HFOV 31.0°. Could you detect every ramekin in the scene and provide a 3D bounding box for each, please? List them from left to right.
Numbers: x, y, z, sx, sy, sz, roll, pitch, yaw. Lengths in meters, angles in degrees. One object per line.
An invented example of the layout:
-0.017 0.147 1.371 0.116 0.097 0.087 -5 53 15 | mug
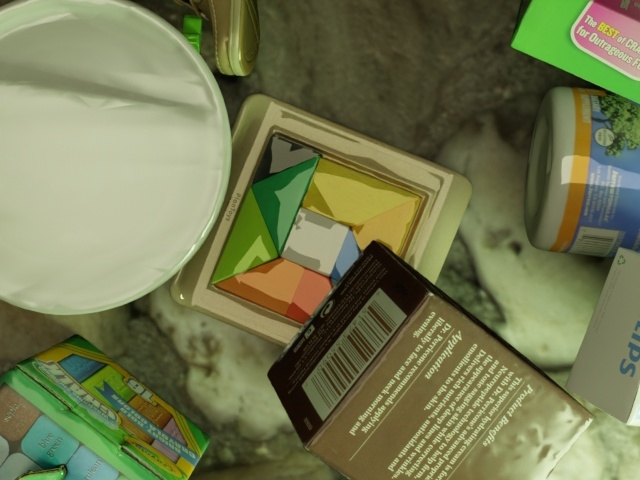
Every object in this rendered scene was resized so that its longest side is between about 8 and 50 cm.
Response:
-0.208 -0.075 1.019 0.272 0.127 0.273 0 91 0 | ramekin

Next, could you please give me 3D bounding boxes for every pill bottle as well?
0.331 -0.052 1.044 0.272 0.152 0.152 6 93 1 | pill bottle

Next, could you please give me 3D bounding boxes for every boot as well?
-0.144 -0.234 1.060 0.165 0.077 0.213 -9 66 2 | boot

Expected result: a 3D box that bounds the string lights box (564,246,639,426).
0.348 0.098 1.014 0.259 0.076 0.133 13 101 -36 | string lights box

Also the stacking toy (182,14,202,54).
-0.204 -0.111 1.108 0.167 0.052 0.221 5 91 -1 | stacking toy

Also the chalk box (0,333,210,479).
-0.229 0.217 1.002 0.179 0.289 0.180 38 93 -1 | chalk box

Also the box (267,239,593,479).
0.090 0.138 1.025 0.203 0.167 0.168 38 93 -20 | box

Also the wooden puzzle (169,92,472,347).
0.000 0.000 1.109 0.238 0.044 0.221 22 93 0 | wooden puzzle

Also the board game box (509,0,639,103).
0.331 -0.178 0.998 0.316 0.242 0.064 24 127 -1 | board game box
